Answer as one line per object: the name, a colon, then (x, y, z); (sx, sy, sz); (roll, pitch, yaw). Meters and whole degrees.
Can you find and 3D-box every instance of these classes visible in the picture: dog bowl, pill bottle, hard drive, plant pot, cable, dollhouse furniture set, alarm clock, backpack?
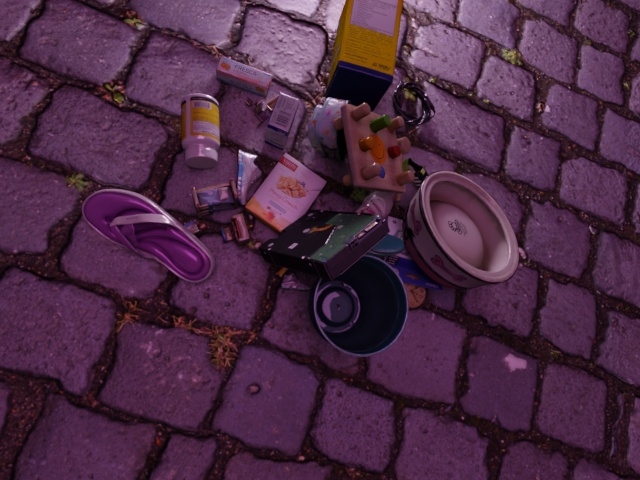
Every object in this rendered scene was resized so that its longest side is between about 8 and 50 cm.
dog bowl: (0.445, -0.021, 1.336); (0.407, 0.150, 0.408); (15, 55, -24)
pill bottle: (-0.380, -0.344, 1.293); (0.119, 0.119, 0.209); (-1, 78, -13)
hard drive: (0.000, 0.000, 1.166); (0.237, 0.338, 0.064); (-38, 116, -28)
plant pot: (0.082, 0.195, 1.207); (0.271, 0.255, 0.272); (3, 78, -14)
cable: (0.341, -0.520, 1.544); (0.150, 0.047, 0.185); (-30, 88, -12)
dollhouse furniture set: (-0.185, -0.485, 1.389); (0.114, 0.081, 0.091); (-41, 89, -18)
dollhouse furniture set: (-0.304, -0.074, 1.244); (0.129, 0.129, 0.184); (-16, 82, -16)
alarm clock: (0.309, 0.180, 1.364); (0.192, 0.064, 0.129); (32, 69, -6)
backpack: (0.040, -0.382, 1.363); (0.144, 0.188, 0.166); (21, 75, 9)

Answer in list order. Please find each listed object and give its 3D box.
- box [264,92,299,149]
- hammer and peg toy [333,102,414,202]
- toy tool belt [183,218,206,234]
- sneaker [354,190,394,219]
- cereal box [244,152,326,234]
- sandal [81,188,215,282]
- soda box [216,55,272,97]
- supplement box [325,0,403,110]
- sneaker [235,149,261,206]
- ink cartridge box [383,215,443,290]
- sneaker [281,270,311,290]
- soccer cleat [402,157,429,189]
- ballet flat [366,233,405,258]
box: (-0.130, -0.393, 1.352); (0.072, 0.137, 0.126); (20, 74, -7)
hammer and peg toy: (0.208, -0.272, 1.296); (0.361, 0.127, 0.266); (1, 78, -46)
toy tool belt: (-0.400, -0.044, 1.257); (0.083, 0.052, 0.051); (-31, 94, -18)
sneaker: (0.169, -0.084, 1.366); (0.103, 0.111, 0.252); (41, 72, -2)
cereal box: (-0.113, -0.148, 1.348); (0.173, 0.047, 0.240); (34, 73, -5)
sandal: (-0.494, -0.017, 1.174); (0.416, 0.102, 0.169); (29, 100, -7)
soda box: (-0.261, -0.560, 1.398); (0.183, 0.063, 0.058); (18, 74, -9)
supplement box: (0.154, -0.688, 1.455); (0.194, 0.195, 0.357); (12, 76, -10)
sneaker: (-0.233, -0.202, 1.324); (0.082, 0.071, 0.191); (4, 77, -18)
ink cartridge box: (0.317, 0.041, 1.366); (0.223, 0.045, 0.224); (14, 55, -12)
sneaker: (-0.074, 0.124, 1.301); (0.098, 0.038, 0.069); (8, 77, -12)
soccer cleat: (0.364, -0.226, 1.463); (0.179, 0.072, 0.060); (40, 72, -2)
ballet flat: (0.139, 0.021, 1.294); (0.247, 0.087, 0.083); (3, 57, -6)
